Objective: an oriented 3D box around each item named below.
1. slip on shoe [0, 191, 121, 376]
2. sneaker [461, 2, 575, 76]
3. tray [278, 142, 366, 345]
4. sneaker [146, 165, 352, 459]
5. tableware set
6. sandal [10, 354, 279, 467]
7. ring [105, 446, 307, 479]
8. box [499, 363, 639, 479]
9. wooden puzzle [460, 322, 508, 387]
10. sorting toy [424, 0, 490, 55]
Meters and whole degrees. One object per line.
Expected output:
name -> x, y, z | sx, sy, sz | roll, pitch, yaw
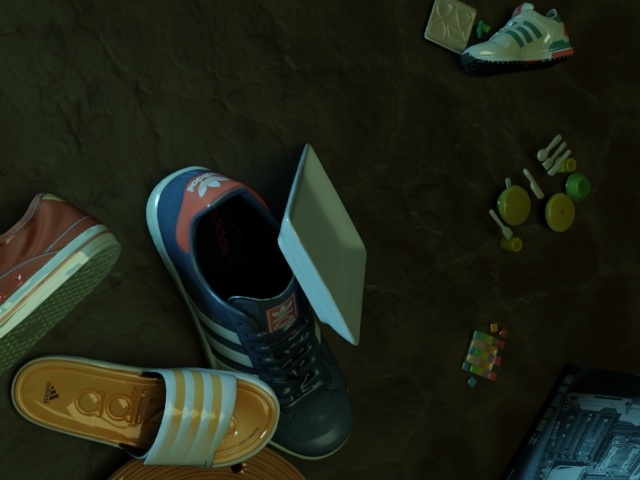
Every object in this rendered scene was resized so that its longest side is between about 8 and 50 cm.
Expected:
slip on shoe -> -0.338, 0.079, 1.190 | 0.331, 0.123, 0.101 | -43, 78, -17
sneaker -> 0.227, -0.240, 1.522 | 0.161, 0.057, 0.075 | -10, 84, -29
tray -> 0.000, 0.000, 1.308 | 0.030, 0.270, 0.145 | -26, 106, 12
sneaker -> -0.053, 0.085, 1.312 | 0.131, 0.148, 0.350 | -38, 108, -23
tableware set -> 0.266, -0.047, 1.560 | 0.154, 0.024, 0.104 | -47, 115, -21
sandal -> -0.170, 0.173, 1.253 | 0.265, 0.076, 0.102 | 8, 94, -10
ring -> -0.126, 0.369, 1.333 | 0.337, 0.032, 0.336 | 1, 88, -32
box -> 0.308, 0.296, 1.462 | 0.076, 0.242, 0.307 | 41, 73, -23
wooden puzzle -> 0.195, 0.136, 1.530 | 0.049, 0.006, 0.083 | 23, 80, -27
sorting toy -> 0.162, -0.249, 1.504 | 0.083, 0.012, 0.062 | 20, 79, -25
